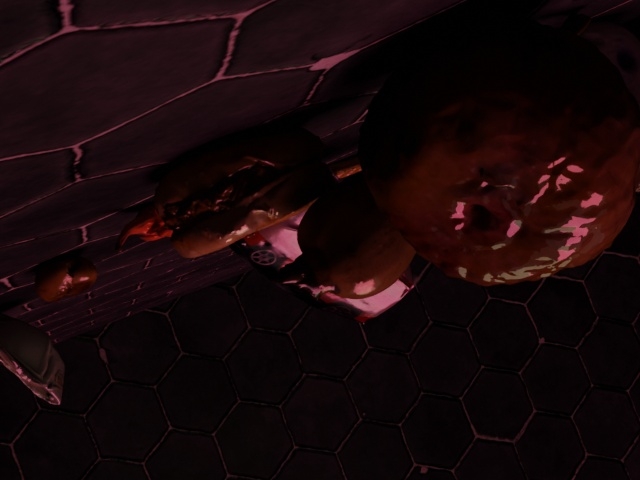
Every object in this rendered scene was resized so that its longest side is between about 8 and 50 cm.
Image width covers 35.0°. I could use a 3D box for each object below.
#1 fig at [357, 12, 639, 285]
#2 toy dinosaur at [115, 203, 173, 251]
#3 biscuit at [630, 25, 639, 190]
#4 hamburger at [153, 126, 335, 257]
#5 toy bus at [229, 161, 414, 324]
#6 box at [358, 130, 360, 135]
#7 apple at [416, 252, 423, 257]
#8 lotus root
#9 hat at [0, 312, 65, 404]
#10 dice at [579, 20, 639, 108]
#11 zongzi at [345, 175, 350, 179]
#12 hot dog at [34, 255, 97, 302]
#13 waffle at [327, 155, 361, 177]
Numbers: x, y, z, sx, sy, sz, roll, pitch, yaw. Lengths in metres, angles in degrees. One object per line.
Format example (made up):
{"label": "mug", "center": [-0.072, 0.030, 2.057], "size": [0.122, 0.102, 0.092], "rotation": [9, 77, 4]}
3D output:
{"label": "fig", "center": [0.220, -0.132, 1.083], "size": [0.286, 0.286, 0.369], "rotation": [-25, -160, 44]}
{"label": "toy dinosaur", "center": [-0.201, -0.031, 1.381], "size": [0.101, 0.055, 0.279], "rotation": [-13, -177, 28]}
{"label": "biscuit", "center": [0.450, -0.187, 1.427], "size": [0.046, 0.250, 0.147], "rotation": [14, 162, -18]}
{"label": "hamburger", "center": [-0.090, -0.053, 1.186], "size": [0.213, 0.108, 0.214], "rotation": [-22, 177, -1]}
{"label": "toy bus", "center": [0.000, 0.000, 1.457], "size": [0.147, 0.128, 0.302], "rotation": [-29, 135, 25]}
{"label": "box", "center": [0.119, -0.137, 1.366], "size": [0.040, 0.084, 0.154], "rotation": [-17, 175, -33]}
{"label": "apple", "center": [0.215, -0.080, 1.509], "size": [0.264, 0.264, 0.264], "rotation": [-21, 177, -1]}
{"label": "lotus root", "center": [0.039, 0.000, 1.147], "size": [0.125, 0.118, 0.221], "rotation": [25, -127, 30]}
{"label": "hat", "center": [-0.595, 0.181, 1.768], "size": [0.257, 0.168, 0.301], "rotation": [-2, 152, -1]}
{"label": "dice", "center": [0.323, -0.163, 1.329], "size": [0.193, 0.192, 0.194], "rotation": [-17, 173, -31]}
{"label": "zongzi", "center": [0.098, -0.123, 1.827], "size": [0.113, 0.052, 0.104], "rotation": [-35, 178, -32]}
{"label": "hot dog", "center": [-0.390, 0.056, 1.543], "size": [0.089, 0.060, 0.140], "rotation": [-16, 168, -24]}
{"label": "waffle", "center": [0.028, -0.114, 1.688], "size": [0.135, 0.021, 0.092], "rotation": [-21, 176, -13]}
